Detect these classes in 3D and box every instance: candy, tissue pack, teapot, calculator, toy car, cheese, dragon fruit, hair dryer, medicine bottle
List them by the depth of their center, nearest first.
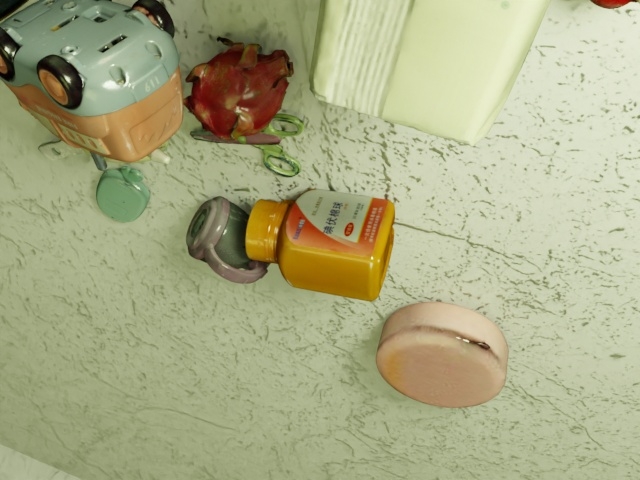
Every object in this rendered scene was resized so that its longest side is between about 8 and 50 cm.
[{"bbox_3d":[0.138,-0.323,0.624,0.207,0.297,0.380,19,140,5],"label":"tissue pack"},{"bbox_3d":[-0.309,-0.215,0.960,0.270,0.180,0.212,27,146,27],"label":"toy car"},{"bbox_3d":[-0.112,-0.204,0.968,0.166,0.133,0.136,-22,133,24],"label":"dragon fruit"},{"bbox_3d":[0.000,-0.001,1.122,0.222,0.149,0.112,10,136,12],"label":"medicine bottle"},{"bbox_3d":[-0.356,-0.143,1.124,0.063,0.037,0.114,11,148,8],"label":"hair dryer"},{"bbox_3d":[-0.378,-0.170,1.165,0.251,0.054,0.127,-8,132,29],"label":"cheese"},{"bbox_3d":[-0.144,0.003,1.203,0.146,0.116,0.148,28,-179,-27],"label":"teapot"},{"bbox_3d":[-0.360,-0.083,1.272,0.095,0.021,0.153,30,141,-11],"label":"calculator"},{"bbox_3d":[0.230,0.214,1.301,0.255,0.094,0.255,11,138,10],"label":"candy"}]

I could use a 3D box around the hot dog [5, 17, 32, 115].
[{"bbox_3d":[-0.436,-0.261,1.091,0.108,0.059,0.191,21,141,6],"label":"hot dog"}]

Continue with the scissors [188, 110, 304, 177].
[{"bbox_3d":[-0.117,-0.163,1.094,0.187,0.020,0.133,15,142,4],"label":"scissors"}]

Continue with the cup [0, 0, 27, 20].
[{"bbox_3d":[-0.401,-0.418,0.877,0.177,0.239,0.166,47,174,-19],"label":"cup"}]

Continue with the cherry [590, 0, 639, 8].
[{"bbox_3d":[0.321,-0.305,0.726,0.106,0.087,0.126,0,117,31],"label":"cherry"}]
